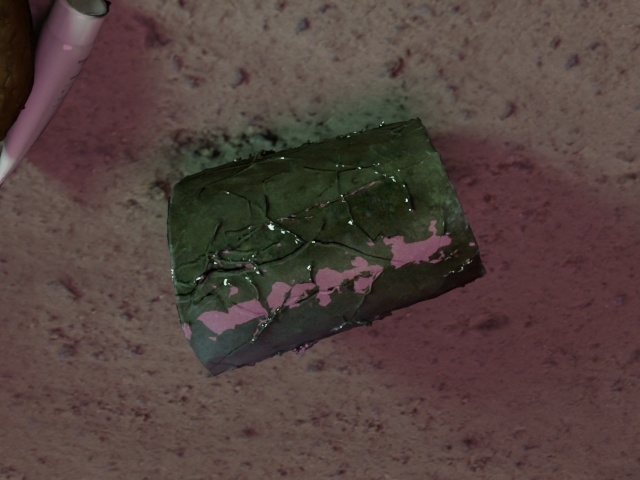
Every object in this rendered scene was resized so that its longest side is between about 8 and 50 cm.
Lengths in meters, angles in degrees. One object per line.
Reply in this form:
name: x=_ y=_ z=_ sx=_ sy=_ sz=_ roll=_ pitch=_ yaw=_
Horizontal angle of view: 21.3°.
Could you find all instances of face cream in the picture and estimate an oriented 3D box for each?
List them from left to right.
face cream: x=-0.298 y=-0.163 z=1.837 sx=0.058 sy=0.092 sz=0.243 roll=28 pitch=122 yaw=-4

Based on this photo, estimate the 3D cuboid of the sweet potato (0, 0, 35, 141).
sweet potato: x=-0.353 y=-0.262 z=1.679 sx=0.131 sy=0.130 sz=0.422 roll=-8 pitch=135 yaw=-9

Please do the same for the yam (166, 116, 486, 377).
yam: x=0.000 y=0.000 z=1.962 sx=0.348 sy=0.241 sz=0.241 roll=-17 pitch=136 yaw=-1
